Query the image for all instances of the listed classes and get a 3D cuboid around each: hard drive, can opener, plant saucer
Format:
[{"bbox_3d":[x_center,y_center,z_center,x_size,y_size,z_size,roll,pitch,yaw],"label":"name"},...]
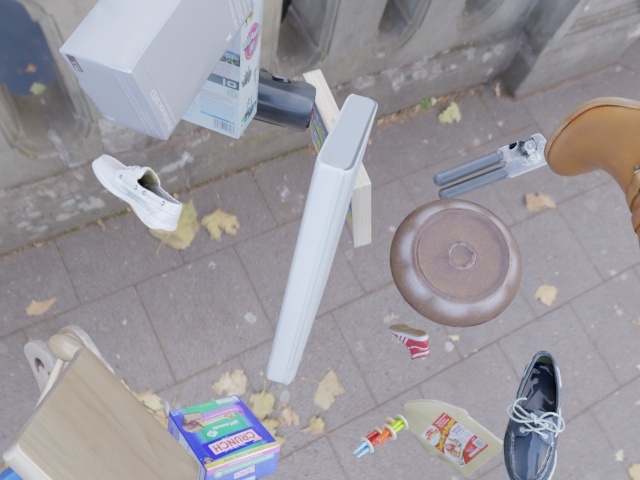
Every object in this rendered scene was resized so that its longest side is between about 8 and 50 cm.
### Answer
[{"bbox_3d":[0.000,0.000,0.721,0.040,0.308,0.203,17,35,3],"label":"hard drive"},{"bbox_3d":[0.400,-0.171,1.381,0.283,0.095,0.076,-21,96,1],"label":"can opener"},{"bbox_3d":[0.202,0.026,0.856,0.198,0.036,0.199,1,73,-2],"label":"plant saucer"}]

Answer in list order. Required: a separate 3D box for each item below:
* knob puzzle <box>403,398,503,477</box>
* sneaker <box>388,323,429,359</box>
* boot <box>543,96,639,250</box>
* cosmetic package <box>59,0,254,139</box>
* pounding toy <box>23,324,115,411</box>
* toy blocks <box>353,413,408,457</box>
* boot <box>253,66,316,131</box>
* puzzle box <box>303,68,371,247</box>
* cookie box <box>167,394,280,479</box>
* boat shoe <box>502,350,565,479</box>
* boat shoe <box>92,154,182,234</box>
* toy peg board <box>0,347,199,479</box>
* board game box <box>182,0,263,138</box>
[{"bbox_3d":[0.259,0.386,1.204,0.213,0.213,0.030,40,49,7],"label":"knob puzzle"},{"bbox_3d":[0.202,0.231,1.335,0.042,0.118,0.067,-21,107,-29],"label":"sneaker"},{"bbox_3d":[0.398,-0.075,0.722,0.109,0.283,0.220,19,66,-29],"label":"boot"},{"bbox_3d":[-0.185,-0.256,0.705,0.107,0.127,0.238,17,69,15],"label":"cosmetic package"},{"bbox_3d":[-0.443,0.245,0.964,0.154,0.270,0.154,29,34,29],"label":"pounding toy"},{"bbox_3d":[0.167,0.559,1.664,0.148,0.123,0.054,-30,80,-28],"label":"toy blocks"},{"bbox_3d":[-0.226,-0.323,1.229,0.445,0.146,0.367,20,20,-11],"label":"boot"},{"bbox_3d":[0.045,-0.217,1.559,0.052,0.272,0.409,-17,58,-5],"label":"puzzle box"},{"bbox_3d":[-0.112,0.230,0.669,0.091,0.040,0.107,-5,24,-36],"label":"cookie box"},{"bbox_3d":[0.376,0.310,1.021,0.095,0.079,0.255,12,49,26],"label":"boat shoe"},{"bbox_3d":[-0.413,-0.129,1.349,0.277,0.098,0.096,39,109,19],"label":"boat shoe"},{"bbox_3d":[-0.188,0.199,0.479,0.079,0.161,0.161,-37,104,4],"label":"toy peg board"},{"bbox_3d":[-0.211,-0.340,0.949,0.224,0.303,0.098,20,51,7],"label":"board game box"}]
